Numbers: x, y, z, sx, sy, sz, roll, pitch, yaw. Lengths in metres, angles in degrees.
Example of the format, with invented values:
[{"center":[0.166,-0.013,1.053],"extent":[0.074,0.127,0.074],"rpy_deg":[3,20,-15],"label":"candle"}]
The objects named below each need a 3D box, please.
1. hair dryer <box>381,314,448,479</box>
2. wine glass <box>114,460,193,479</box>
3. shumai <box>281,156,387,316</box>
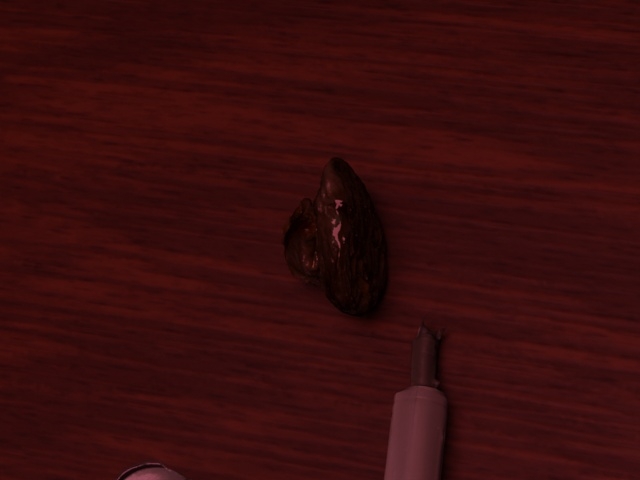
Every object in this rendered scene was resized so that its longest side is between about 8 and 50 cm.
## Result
[{"center":[0.069,0.233,1.469],"extent":[0.173,0.107,0.357],"rpy_deg":[2,64,16],"label":"hair dryer"},{"center":[-0.119,0.259,1.451],"extent":[0.122,0.183,0.122],"rpy_deg":[-4,71,11],"label":"wine glass"},{"center":[0.010,0.006,1.538],"extent":[0.105,0.123,0.139],"rpy_deg":[-33,80,15],"label":"shumai"}]
